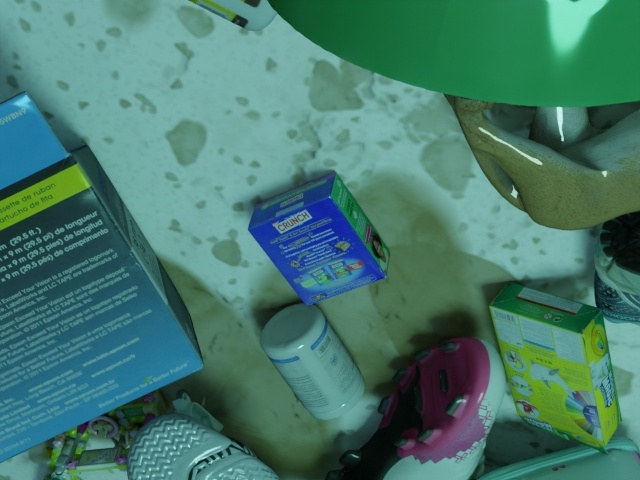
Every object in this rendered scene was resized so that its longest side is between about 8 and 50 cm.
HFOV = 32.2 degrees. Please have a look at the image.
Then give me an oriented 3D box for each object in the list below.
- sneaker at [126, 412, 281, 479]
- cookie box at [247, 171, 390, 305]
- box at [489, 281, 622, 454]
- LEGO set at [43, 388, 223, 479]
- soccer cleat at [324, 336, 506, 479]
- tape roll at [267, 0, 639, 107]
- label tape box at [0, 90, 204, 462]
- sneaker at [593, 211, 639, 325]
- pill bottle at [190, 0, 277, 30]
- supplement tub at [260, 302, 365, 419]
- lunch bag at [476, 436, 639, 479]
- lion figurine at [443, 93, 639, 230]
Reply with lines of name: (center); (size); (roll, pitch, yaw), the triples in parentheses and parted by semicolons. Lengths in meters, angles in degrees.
sneaker: (-0.081, 0.317, 1.194); (0.137, 0.210, 0.366); (-45, 105, -10)
cookie box: (0.000, 0.000, 1.036); (0.092, 0.040, 0.107); (-21, 124, 23)
box: (0.233, 0.129, 1.079); (0.105, 0.043, 0.179); (17, 138, 39)
LEGO set: (-0.253, 0.250, 1.236); (0.287, 0.107, 0.132); (-28, 120, 27)
soccer cleat: (0.125, 0.215, 1.165); (0.143, 0.116, 0.331); (14, 135, -21)
tape roll: (0.119, -0.198, 0.673); (0.321, 0.321, 0.077); (7, 130, 3)
label tape box: (-0.287, 0.026, 1.012); (0.241, 0.106, 0.333); (-25, 125, 1)
sneaker: (0.384, 0.044, 0.994); (0.283, 0.110, 0.122); (11, 142, 8)
pill bottle: (-0.112, -0.248, 0.798); (0.215, 0.117, 0.117); (25, 128, -13)
supplement tub: (-0.007, 0.122, 1.119); (0.071, 0.071, 0.107); (-17, 125, 21)
lunch bag: (0.260, 0.335, 1.198); (0.224, 0.108, 0.279); (-17, 137, -9)
lion figurine: (0.282, -0.067, 0.900); (0.392, 0.142, 0.240); (4, 139, 23)
